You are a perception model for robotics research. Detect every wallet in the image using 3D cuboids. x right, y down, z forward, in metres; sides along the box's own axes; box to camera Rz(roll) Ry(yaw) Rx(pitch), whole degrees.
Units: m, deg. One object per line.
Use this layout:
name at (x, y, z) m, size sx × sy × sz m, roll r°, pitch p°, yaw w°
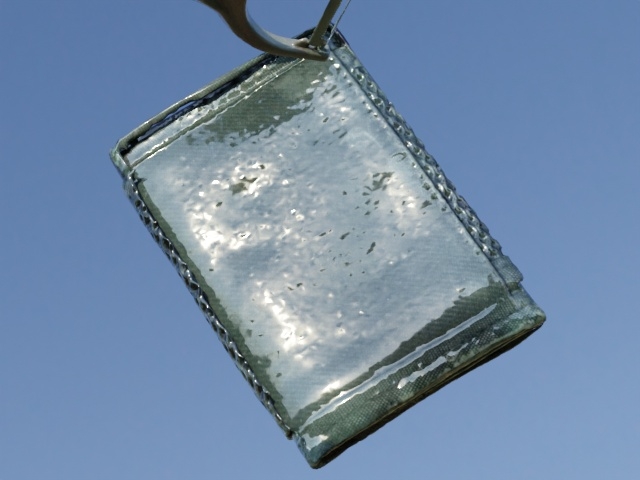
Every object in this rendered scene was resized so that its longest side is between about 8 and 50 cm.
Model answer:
wallet at (0.000, 0.000, 1.498) m, size 0.237 × 0.342 × 0.075 m, roll -31°, pitch -24°, yaw -10°

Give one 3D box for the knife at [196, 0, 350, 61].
knife at (-0.105, -0.181, 0.995) m, size 0.278 × 0.053 × 0.123 m, roll 19°, pitch -46°, yaw -10°
